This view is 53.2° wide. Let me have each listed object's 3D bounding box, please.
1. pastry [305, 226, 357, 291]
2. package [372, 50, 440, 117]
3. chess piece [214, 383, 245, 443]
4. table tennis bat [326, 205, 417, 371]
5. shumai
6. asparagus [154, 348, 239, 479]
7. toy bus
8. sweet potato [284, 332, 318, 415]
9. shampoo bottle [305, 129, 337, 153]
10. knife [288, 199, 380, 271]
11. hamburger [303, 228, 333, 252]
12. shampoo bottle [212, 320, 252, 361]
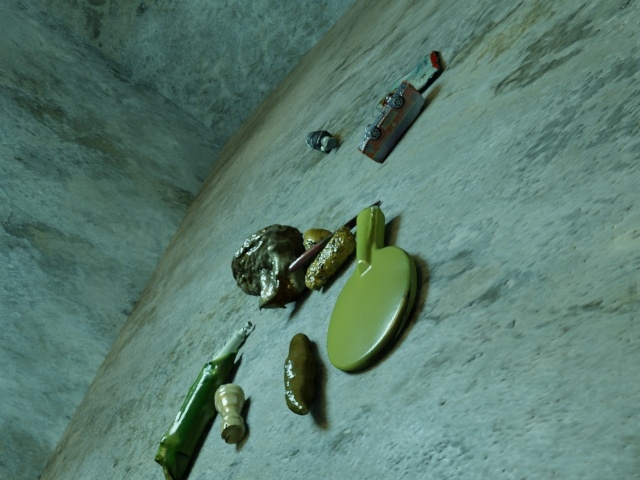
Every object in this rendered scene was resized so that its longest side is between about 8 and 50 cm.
[{"bbox_3d":[0.021,0.040,1.328,0.140,0.056,0.080,-53,10,26],"label":"pastry"},{"bbox_3d":[0.208,-0.377,1.601,0.232,0.040,0.166,-43,21,28],"label":"package"},{"bbox_3d":[-0.180,0.352,1.286,0.066,0.066,0.122,-50,25,14],"label":"chess piece"},{"bbox_3d":[0.087,0.070,1.129,0.224,0.054,0.369,-44,26,33],"label":"table tennis bat"},{"bbox_3d":[-0.098,0.080,1.455,0.176,0.166,0.206,58,141,35],"label":"shumai"},{"bbox_3d":[-0.280,0.385,1.442,0.082,0.085,0.343,108,-176,-64],"label":"asparagus"},{"bbox_3d":[0.161,-0.273,1.476,0.192,0.077,0.065,-54,20,11],"label":"toy bus"},{"bbox_3d":[-0.035,0.228,1.136,0.067,0.067,0.274,-50,13,15],"label":"sweet potato"},{"bbox_3d":[0.004,-0.298,1.933,0.064,0.057,0.207,-55,18,0],"label":"shampoo bottle"},{"bbox_3d":[0.032,-0.007,1.364,0.247,0.035,0.018,-36,60,6],"label":"knife"},{"bbox_3d":[0.000,0.000,1.423,0.083,0.076,0.044,-137,53,-67],"label":"hamburger"},{"bbox_3d":[-0.215,0.253,1.575,0.141,0.034,0.049,-49,12,16],"label":"shampoo bottle"}]
